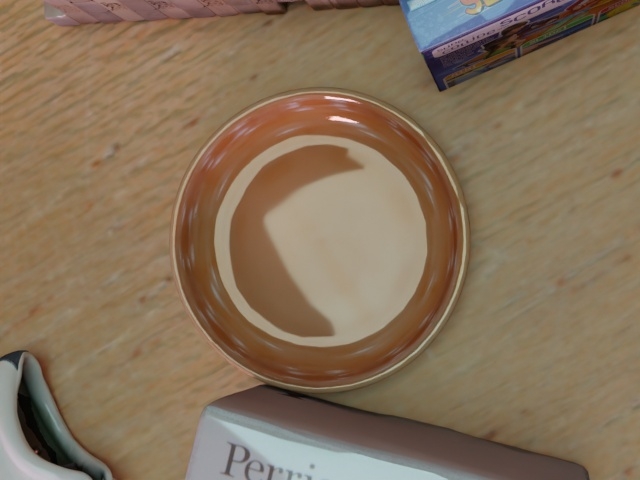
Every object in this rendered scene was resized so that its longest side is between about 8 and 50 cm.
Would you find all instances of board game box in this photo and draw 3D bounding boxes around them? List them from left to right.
[{"bbox_3d":[0.152,-0.155,0.697,0.201,0.136,0.035,-23,84,8],"label":"board game box"}]

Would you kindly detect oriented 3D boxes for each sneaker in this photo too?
[{"bbox_3d":[-0.174,0.192,0.766,0.091,0.094,0.258,-34,82,12],"label":"sneaker"}]

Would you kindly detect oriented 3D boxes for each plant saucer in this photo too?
[{"bbox_3d":[0.000,0.000,0.770,0.199,0.037,0.200,0,88,10],"label":"plant saucer"}]

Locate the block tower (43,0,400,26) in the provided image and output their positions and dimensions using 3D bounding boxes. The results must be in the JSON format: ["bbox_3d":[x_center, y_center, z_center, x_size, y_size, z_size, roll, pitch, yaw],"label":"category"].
[{"bbox_3d":[-0.032,-0.201,0.755,0.335,0.097,0.091,-2,87,12],"label":"block tower"}]

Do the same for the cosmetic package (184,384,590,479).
[{"bbox_3d":[0.001,0.336,0.695,0.230,0.161,0.454,13,90,11],"label":"cosmetic package"}]
